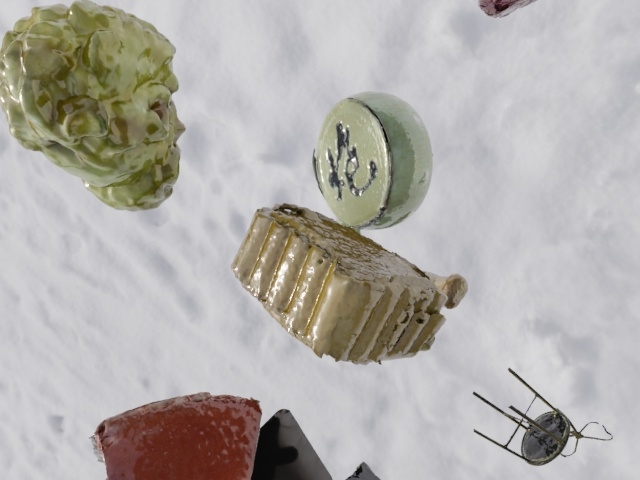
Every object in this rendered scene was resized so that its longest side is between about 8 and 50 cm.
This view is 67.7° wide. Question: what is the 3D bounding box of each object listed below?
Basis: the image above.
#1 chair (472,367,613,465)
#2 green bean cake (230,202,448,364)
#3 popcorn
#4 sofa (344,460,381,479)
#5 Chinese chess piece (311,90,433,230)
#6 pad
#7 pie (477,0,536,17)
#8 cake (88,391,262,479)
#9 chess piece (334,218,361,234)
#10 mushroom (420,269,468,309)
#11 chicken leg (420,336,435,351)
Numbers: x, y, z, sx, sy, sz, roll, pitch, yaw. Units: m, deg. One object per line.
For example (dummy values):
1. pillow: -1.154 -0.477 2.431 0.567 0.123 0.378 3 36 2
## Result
1. chair: 0.540 0.465 1.151 0.325 0.170 0.160 37 123 -3
2. green bean cake: 0.026 0.059 0.625 0.229 0.224 0.131 36 104 40
3. popcorn: -0.276 -0.185 0.636 0.173 0.286 0.225 12 68 16
4. sofa: 0.064 0.580 0.872 0.200 0.258 0.182 32 127 35
5. Chinese chess piece: 0.122 -0.198 1.213 0.349 0.146 0.349 26 122 53
6. pad: -0.078 0.514 1.036 0.004 0.181 0.267 -1 121 52
7. pie: 0.255 -0.299 0.537 0.153 0.153 0.038 -25 97 26
8. cake: -0.105 0.289 0.474 0.262 0.159 0.158 58 147 24
9. chess piece: 0.000 0.000 1.449 0.243 0.133 0.133 -7 104 0
10. mushroom: 0.310 0.152 1.518 0.095 0.123 0.351 39 156 -25
11. chicken leg: 0.237 0.222 1.335 0.088 0.228 0.103 -4 116 -24
